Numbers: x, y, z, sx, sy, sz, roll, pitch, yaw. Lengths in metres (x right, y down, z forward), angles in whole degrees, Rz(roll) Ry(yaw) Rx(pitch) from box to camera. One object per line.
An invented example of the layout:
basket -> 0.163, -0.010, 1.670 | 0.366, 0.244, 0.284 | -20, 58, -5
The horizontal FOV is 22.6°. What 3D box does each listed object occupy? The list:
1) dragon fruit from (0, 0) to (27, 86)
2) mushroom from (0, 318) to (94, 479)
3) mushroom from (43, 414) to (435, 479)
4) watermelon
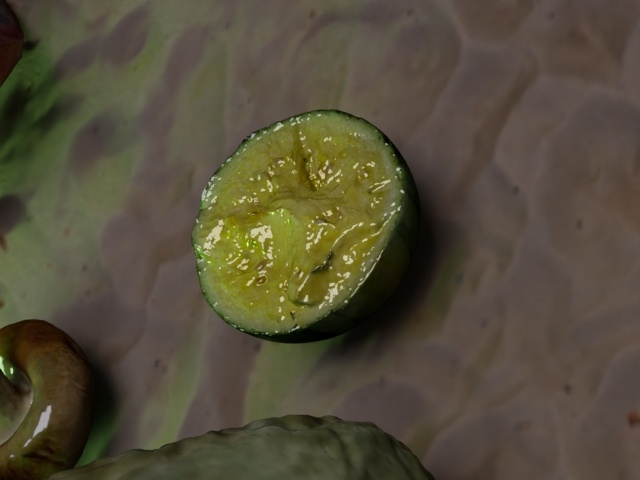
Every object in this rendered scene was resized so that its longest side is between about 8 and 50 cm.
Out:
dragon fruit -> -0.311, -0.122, 0.805 | 0.189, 0.290, 0.290 | -48, 54, 6
mushroom -> -0.143, 0.061, 0.742 | 0.088, 0.072, 0.130 | 22, 117, 50
mushroom -> -0.073, 0.173, 0.576 | 0.267, 0.164, 0.190 | -14, 67, 8
watermelon -> 0.000, 0.000, 0.689 | 0.105, 0.062, 0.106 | -17, 54, 25
